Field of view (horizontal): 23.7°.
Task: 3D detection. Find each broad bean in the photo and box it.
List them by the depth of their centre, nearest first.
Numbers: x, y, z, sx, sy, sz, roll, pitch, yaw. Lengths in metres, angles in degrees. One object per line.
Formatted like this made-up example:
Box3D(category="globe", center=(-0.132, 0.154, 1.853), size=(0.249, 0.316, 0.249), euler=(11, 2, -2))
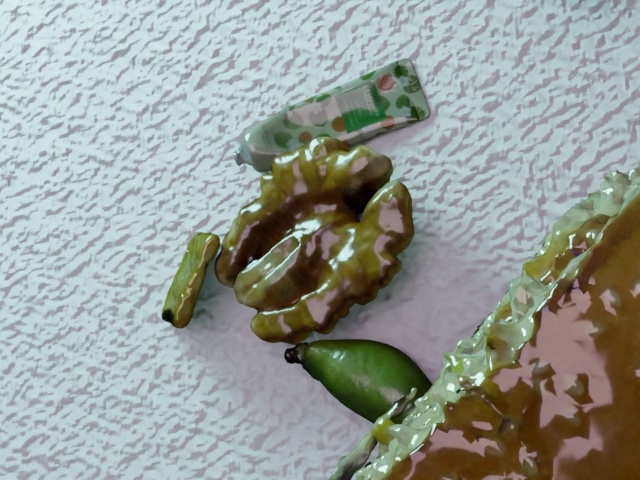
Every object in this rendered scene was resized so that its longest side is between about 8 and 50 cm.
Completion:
Box3D(category="broad bean", center=(0.065, 0.123, 1.163), size=(0.213, 0.048, 0.070), euler=(23, 76, 18))

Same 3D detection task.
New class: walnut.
Box3D(category="walnut", center=(0.000, 0.000, 1.205), size=(0.170, 0.069, 0.143), euler=(-40, 64, 13))

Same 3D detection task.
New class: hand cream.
Box3D(category="hand cream", center=(0.006, -0.097, 1.249), size=(0.165, 0.037, 0.057), euler=(-21, 72, 9))

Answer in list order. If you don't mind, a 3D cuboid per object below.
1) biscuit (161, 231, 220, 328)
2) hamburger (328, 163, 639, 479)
Box3D(category="biscuit", center=(-0.106, 0.031, 1.237), size=(0.018, 0.083, 0.081), euler=(23, 85, -13))
Box3D(category="hamburger", center=(0.172, 0.174, 0.985), size=(0.287, 0.268, 0.445), euler=(38, 93, 5))
